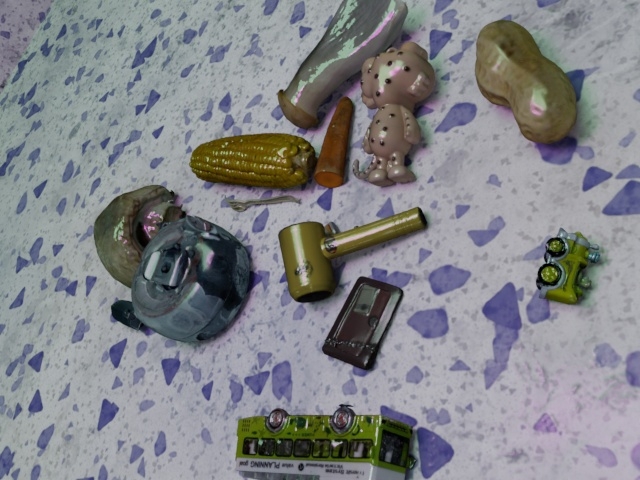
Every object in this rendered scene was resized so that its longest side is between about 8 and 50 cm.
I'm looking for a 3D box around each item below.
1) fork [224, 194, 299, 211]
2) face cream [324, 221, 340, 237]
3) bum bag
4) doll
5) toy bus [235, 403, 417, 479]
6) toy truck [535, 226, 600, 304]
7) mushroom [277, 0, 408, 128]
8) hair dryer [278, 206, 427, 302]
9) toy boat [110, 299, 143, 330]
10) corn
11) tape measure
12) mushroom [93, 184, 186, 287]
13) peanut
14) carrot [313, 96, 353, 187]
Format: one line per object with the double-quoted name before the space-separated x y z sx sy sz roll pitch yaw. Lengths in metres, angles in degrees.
"fork" -0.130 -0.080 1.540 0.220 0.034 0.028 3 43 38
"face cream" 0.000 0.000 1.392 0.083 0.021 0.040 -39 50 17
"bum bag" 0.076 0.143 1.256 0.109 0.026 0.159 17 73 43
"doll" 0.134 -0.239 1.360 0.154 0.119 0.277 3 79 41
"toy bus" -0.003 0.345 1.153 0.302 0.113 0.139 -11 61 38
"toy truck" 0.363 0.038 1.047 0.077 0.076 0.111 17 80 19
"mushroom" 0.035 -0.379 1.494 0.328 0.122 0.159 -50 20 9
"hair dryer" 0.060 0.012 1.296 0.279 0.090 0.134 -19 68 19
"toy boat" -0.444 0.166 1.642 0.141 0.060 0.055 10 75 49
"corn" -0.151 -0.173 1.541 0.363 0.120 0.120 5 71 41
"tape measure" -0.283 0.079 1.495 0.275 0.147 0.256 3 70 41
"mushroom" -0.443 -0.023 1.668 0.190 0.164 0.266 -7 63 36
"peanut" 0.336 -0.264 1.199 0.125 0.111 0.274 -40 47 22
"carrot" 0.035 -0.211 1.459 0.061 0.061 0.209 -8 58 36
